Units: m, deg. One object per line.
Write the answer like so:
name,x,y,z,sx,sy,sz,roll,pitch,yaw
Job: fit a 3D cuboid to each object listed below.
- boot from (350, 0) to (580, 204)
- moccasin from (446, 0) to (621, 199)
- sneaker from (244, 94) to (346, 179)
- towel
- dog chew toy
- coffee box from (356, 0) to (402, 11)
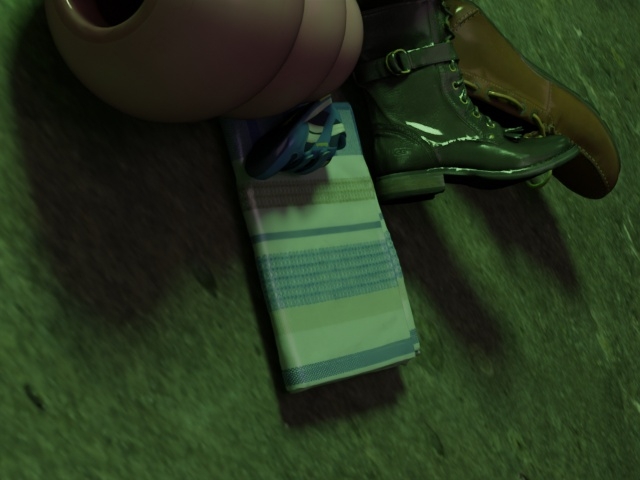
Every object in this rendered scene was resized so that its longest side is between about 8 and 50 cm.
boot,0.147,-0.167,1.213,0.263,0.091,0.229,-9,86,-14
moccasin,0.241,-0.146,1.374,0.380,0.139,0.147,34,73,-40
sneaker,-0.017,-0.087,1.033,0.144,0.053,0.059,-45,111,-48
towel,0.000,0.000,1.084,0.209,0.034,0.285,-8,81,-52
dog chew toy,-0.074,-0.192,0.936,0.332,0.207,0.206,2,74,-61
coffee box,0.035,-0.309,1.163,0.246,0.141,0.098,-12,86,-55
